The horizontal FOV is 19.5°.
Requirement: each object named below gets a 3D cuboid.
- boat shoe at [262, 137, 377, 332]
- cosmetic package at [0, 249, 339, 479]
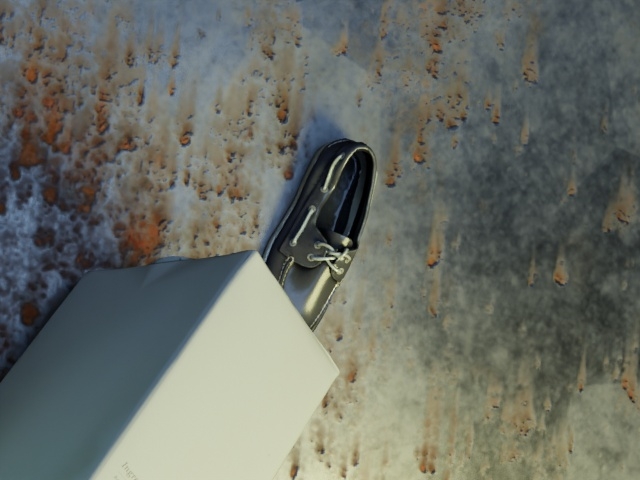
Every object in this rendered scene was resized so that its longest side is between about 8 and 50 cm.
[{"bbox_3d":[0.000,0.000,1.729,0.075,0.065,0.206,24,77,-22],"label":"boat shoe"},{"bbox_3d":[-0.176,0.191,1.484,0.385,0.217,0.156,-53,123,-36],"label":"cosmetic package"}]
